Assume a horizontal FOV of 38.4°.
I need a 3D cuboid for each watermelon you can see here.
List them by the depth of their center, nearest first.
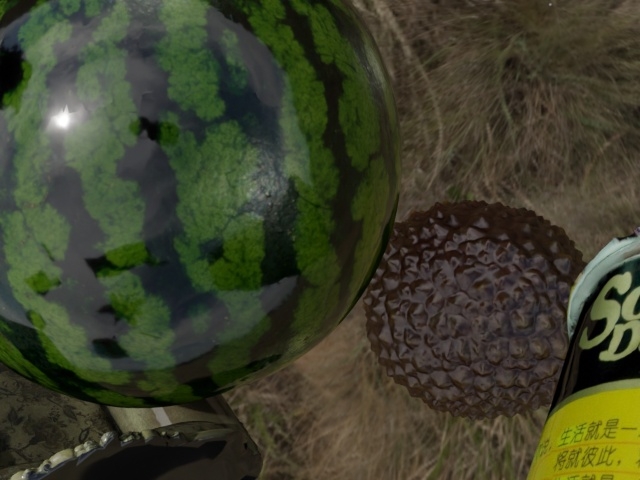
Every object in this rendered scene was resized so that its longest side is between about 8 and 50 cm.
[{"bbox_3d":[-0.090,-0.044,0.539,0.285,0.285,0.285,3,105,13],"label":"watermelon"}]

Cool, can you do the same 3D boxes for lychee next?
[{"bbox_3d":[0.186,0.073,1.022,0.267,0.267,0.268,3,105,13],"label":"lychee"}]

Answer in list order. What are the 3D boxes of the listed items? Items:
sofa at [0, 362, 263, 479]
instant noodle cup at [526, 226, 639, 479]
[{"bbox_3d":[-0.192,0.122,0.598,0.200,0.258,0.182,47,130,38],"label":"sofa"},{"bbox_3d":[0.152,0.139,0.336,0.215,0.236,0.215,25,147,17],"label":"instant noodle cup"}]
